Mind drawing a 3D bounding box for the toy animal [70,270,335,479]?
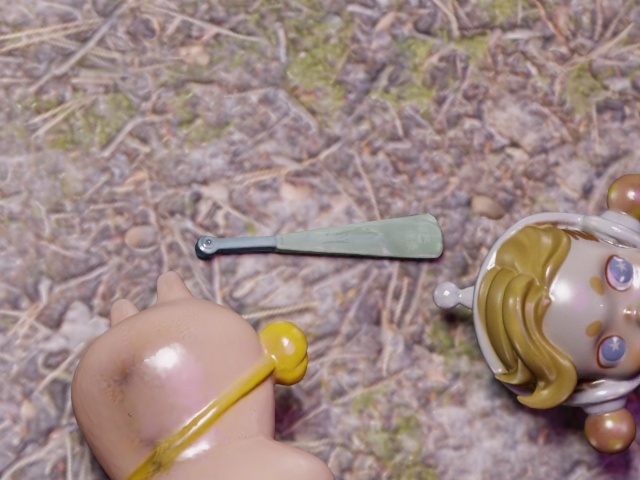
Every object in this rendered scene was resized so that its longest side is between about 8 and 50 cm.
[{"bbox_3d":[-0.078,0.138,1.116,0.149,0.165,0.248,14,46,-48],"label":"toy animal"}]

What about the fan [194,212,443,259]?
[{"bbox_3d":[0.000,0.000,1.261,0.193,0.016,0.038,-2,69,-18],"label":"fan"}]

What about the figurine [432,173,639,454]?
[{"bbox_3d":[0.234,0.045,1.261,0.274,0.133,0.194,-18,101,-28],"label":"figurine"}]
